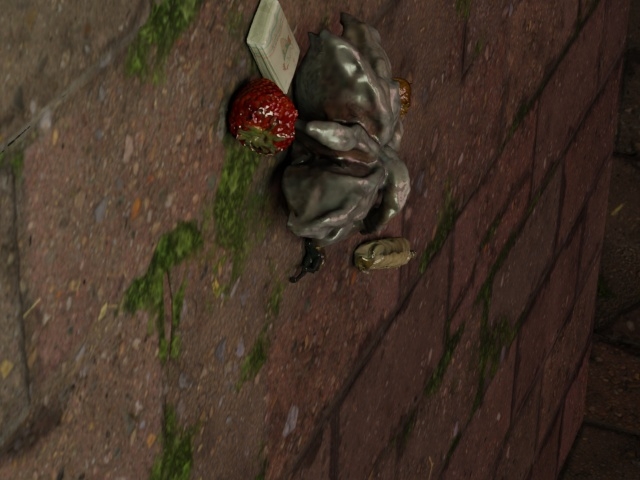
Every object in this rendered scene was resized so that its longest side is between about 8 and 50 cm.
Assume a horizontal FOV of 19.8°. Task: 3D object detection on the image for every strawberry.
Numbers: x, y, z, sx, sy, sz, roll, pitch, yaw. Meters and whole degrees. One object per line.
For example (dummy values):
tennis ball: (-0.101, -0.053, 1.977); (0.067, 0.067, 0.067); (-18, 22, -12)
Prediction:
strawberry: (-0.056, -0.130, 1.832); (0.073, 0.073, 0.083); (77, 17, -54)

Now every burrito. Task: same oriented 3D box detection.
burrito: (0.083, 0.016, 2.402); (0.045, 0.041, 0.185); (-38, 170, 14)

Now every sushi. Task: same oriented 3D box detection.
sushi: (0.086, -0.168, 2.245); (0.118, 0.061, 0.060); (5, 85, -74)

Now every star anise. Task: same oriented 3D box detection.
star anise: (0.043, -0.111, 2.034); (0.359, 0.139, 0.316); (-70, 167, -47)

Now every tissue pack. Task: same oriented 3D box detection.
tissue pack: (-0.047, -0.199, 1.877); (0.108, 0.023, 0.056); (61, 44, -65)

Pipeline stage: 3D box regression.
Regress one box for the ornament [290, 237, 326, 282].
ornament: (0.000, 0.000, 2.151); (0.125, 0.028, 0.073); (-39, 137, -61)
